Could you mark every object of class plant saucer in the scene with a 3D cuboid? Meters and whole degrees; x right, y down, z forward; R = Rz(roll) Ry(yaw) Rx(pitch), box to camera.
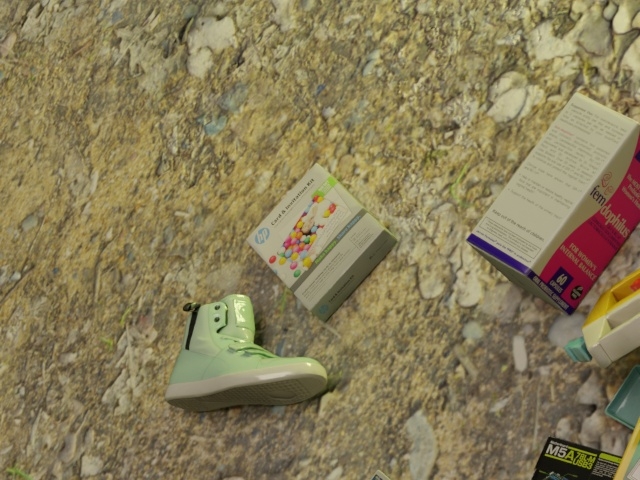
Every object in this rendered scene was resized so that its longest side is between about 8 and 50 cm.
[{"bbox_3d":[0.391,0.199,1.914,0.192,0.018,0.067,30,84,46],"label":"plant saucer"}]

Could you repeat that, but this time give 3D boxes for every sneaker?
[{"bbox_3d":[-0.093,0.133,2.302,0.256,0.094,0.151,-8,63,39],"label":"sneaker"}]

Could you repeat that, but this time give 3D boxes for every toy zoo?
[{"bbox_3d":[0.384,0.045,1.925,0.293,0.030,0.192,-34,6,21],"label":"toy zoo"}]

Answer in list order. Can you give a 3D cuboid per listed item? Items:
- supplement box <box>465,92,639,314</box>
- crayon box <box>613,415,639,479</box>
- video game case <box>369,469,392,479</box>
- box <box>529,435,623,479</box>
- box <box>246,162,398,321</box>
[{"bbox_3d":[0.293,-0.043,2.089,0.220,0.111,0.114,-54,43,-3],"label":"supplement box"},{"bbox_3d":[0.389,0.239,1.799,0.165,0.081,0.278,21,75,21],"label":"crayon box"},{"bbox_3d":[0.058,0.339,2.103,0.122,0.011,0.087,-53,42,-1],"label":"video game case"},{"bbox_3d":[0.288,0.316,1.902,0.190,0.045,0.184,11,68,44],"label":"box"},{"bbox_3d":[0.000,0.000,2.361,0.145,0.038,0.186,-47,42,4],"label":"box"}]
